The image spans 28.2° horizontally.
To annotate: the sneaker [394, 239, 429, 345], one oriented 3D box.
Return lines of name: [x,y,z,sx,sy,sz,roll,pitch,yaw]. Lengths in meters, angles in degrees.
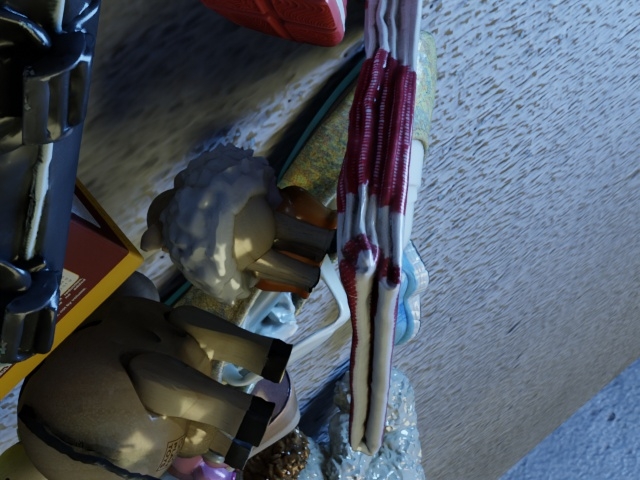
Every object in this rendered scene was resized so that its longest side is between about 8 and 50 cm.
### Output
sneaker: [0.060,0.058,1.291,0.073,0.063,0.162,-18,147,-14]

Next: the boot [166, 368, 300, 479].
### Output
boot: [-0.140,0.179,1.153,0.248,0.090,0.207,-40,146,-5]

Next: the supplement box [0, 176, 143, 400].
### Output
supplement box: [-0.226,0.010,0.598,0.191,0.129,0.194,-44,158,3]

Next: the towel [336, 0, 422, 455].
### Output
towel: [0.036,-0.069,0.744,0.037,0.329,0.237,4,151,4]

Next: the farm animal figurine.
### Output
farm animal figurine: [-0.121,0.097,0.815,0.327,0.172,0.330,167,-56,-88]

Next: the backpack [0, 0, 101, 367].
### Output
backpack: [-0.192,-0.086,0.374,0.254,0.191,0.225,7,139,-11]

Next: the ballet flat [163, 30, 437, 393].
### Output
ballet flat: [0.000,0.000,0.985,0.348,0.123,0.123,-49,157,14]

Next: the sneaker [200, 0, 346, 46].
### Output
sneaker: [-0.021,-0.181,0.561,0.128,0.087,0.221,-69,160,-12]

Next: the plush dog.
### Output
plush dog: [-0.001,0.289,1.448,0.225,0.210,0.262,-5,143,-21]
